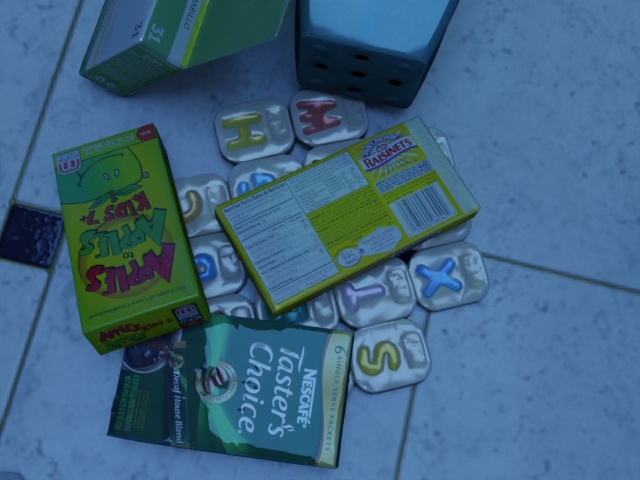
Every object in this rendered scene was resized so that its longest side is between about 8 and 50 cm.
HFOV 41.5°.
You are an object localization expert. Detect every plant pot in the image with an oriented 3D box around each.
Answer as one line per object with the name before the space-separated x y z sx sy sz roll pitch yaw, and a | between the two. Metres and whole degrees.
plant pot | 0.055 -0.250 0.745 0.166 0.165 0.234 13 77 0

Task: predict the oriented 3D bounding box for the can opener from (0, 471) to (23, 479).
can opener | -0.186 0.293 0.640 0.280 0.074 0.093 44 111 9

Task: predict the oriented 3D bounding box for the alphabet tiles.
alphabet tiles | 0.000 0.000 0.746 0.278 0.021 0.284 -12 77 -6

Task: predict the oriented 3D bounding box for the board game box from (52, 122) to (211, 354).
board game box | -0.158 -0.006 0.693 0.092 0.043 0.181 -18 57 -4

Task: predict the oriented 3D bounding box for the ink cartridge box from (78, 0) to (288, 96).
ink cartridge box | -0.104 -0.223 0.700 0.056 0.235 0.171 26 71 -35

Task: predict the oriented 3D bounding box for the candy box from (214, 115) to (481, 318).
candy box | 0.024 -0.024 0.720 0.206 0.027 0.105 -25 71 -17

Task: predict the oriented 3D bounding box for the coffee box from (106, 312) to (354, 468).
coffee box | -0.069 0.116 0.682 0.184 0.040 0.113 9 76 4
